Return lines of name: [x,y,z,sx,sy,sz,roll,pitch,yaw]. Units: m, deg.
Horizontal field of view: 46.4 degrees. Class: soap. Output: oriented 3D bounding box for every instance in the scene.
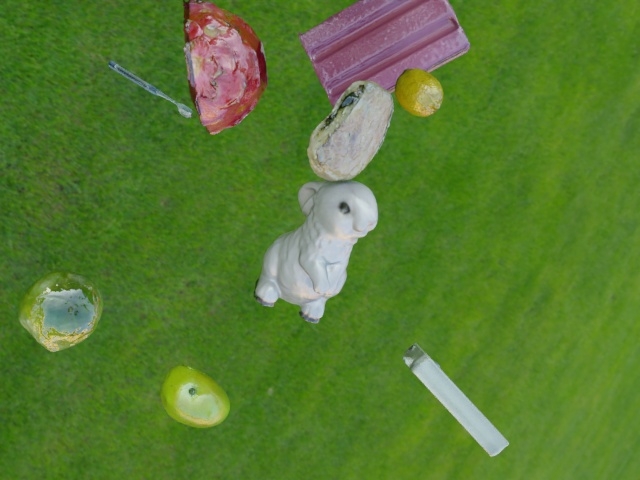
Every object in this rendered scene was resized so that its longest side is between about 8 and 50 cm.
soap: [0.156,-0.483,1.821,0.360,0.233,0.128,-26,-178,18]

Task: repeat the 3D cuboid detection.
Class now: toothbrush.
toothbrush: [-0.349,-0.311,1.534,0.016,0.219,0.019,-49,165,-35]

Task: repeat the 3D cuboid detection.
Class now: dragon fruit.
dragon fruit: [-0.185,-0.335,1.430,0.189,0.163,0.261,-22,115,-24]

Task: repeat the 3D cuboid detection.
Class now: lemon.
lemon: [0.185,-0.272,1.388,0.082,0.110,0.082,-23,145,-18]

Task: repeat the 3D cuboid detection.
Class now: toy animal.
toy animal: [0.000,0.000,1.665,0.194,0.258,0.357,16,123,-24]

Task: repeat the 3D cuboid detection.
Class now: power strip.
power strip: [0.257,0.305,1.449,0.046,0.270,0.118,-43,-174,2]

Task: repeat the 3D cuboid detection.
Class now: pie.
pie: [0.070,-0.210,1.507,0.218,0.052,0.185,-52,141,-1]

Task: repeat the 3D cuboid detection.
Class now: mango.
mango: [-0.133,0.170,0.806,0.056,0.073,0.108,-55,167,-5]

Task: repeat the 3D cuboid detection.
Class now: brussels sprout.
brussels sprout: [-0.540,0.147,1.572,0.161,0.144,0.180,-45,158,-29]
